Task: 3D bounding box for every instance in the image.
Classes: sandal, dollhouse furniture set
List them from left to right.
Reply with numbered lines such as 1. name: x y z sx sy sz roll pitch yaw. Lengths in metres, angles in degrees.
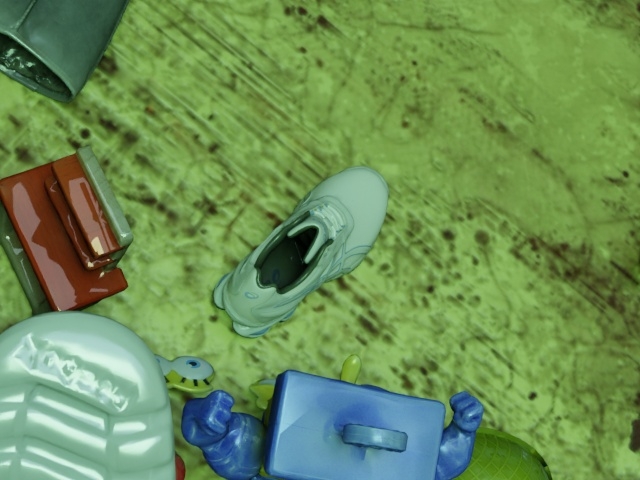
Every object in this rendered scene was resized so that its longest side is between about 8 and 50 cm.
1. dollhouse furniture set: -0.260 0.032 0.806 0.259 0.135 0.262 -23 81 -25
2. sandal: -0.159 0.247 0.764 0.169 0.102 0.416 11 93 -9

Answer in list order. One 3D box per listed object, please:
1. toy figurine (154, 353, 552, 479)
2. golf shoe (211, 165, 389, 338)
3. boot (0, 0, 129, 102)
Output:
1. toy figurine: 0.026 0.167 0.817 0.362 0.217 0.191 16 68 -13
2. golf shoe: 0.000 0.000 0.938 0.069 0.086 0.176 43 62 1
3. boot: -0.210 -0.231 0.959 0.189 0.076 0.208 35 71 -3
